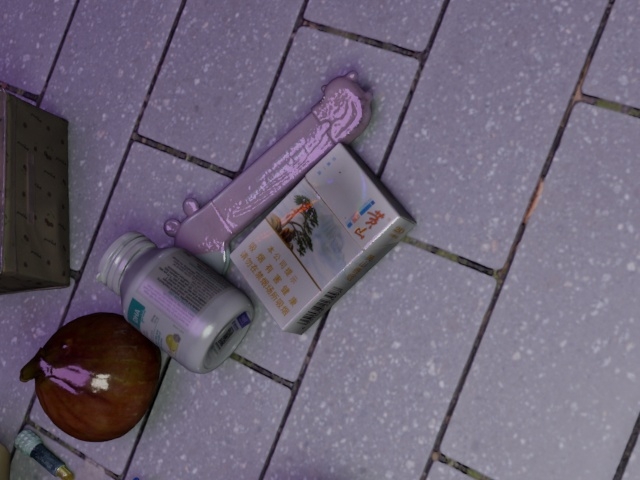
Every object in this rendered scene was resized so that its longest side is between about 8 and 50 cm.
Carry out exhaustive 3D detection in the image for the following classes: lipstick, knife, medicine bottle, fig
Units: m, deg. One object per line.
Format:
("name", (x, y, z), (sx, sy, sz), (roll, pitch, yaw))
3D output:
("lipstick", (-0.437, 0.346, 1.531), (0.116, 0.037, 0.037), (32, 97, 24))
("knife", (-0.073, -0.088, 1.407), (0.398, 0.038, 0.132), (-40, 77, 20))
("medicine bottle", (-0.214, 0.081, 1.385), (0.215, 0.135, 0.135), (35, 98, 17))
("fig", (-0.340, 0.198, 1.417), (0.205, 0.205, 0.205), (-5, 79, 27))

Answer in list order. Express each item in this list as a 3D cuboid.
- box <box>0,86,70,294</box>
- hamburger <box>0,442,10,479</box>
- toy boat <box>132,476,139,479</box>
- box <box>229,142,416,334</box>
("box", (-0.545, -0.064, 1.556), (0.225, 0.190, 0.297), (-7, 77, 19))
("hamburger", (-0.622, 0.378, 1.478), (0.302, 0.302, 0.170), (-8, 61, 26))
("toy boat", (-0.274, 0.432, 1.390), (0.091, 0.110, 0.175), (-6, 77, 26))
("box", (0.001, 0.000, 1.343), (0.233, 0.067, 0.149), (-45, 65, 13))
